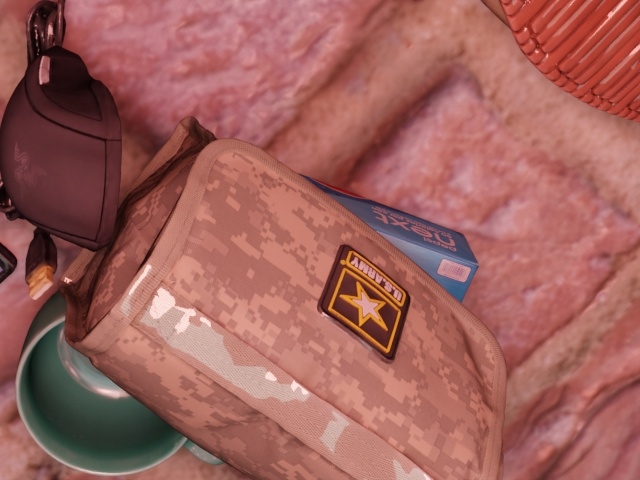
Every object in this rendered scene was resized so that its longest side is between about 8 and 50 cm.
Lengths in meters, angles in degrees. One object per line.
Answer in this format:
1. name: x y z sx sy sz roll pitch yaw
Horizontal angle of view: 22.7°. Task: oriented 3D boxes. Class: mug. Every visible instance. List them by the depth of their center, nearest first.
1. mug: -0.143 0.100 1.141 0.129 0.097 0.158 -22 111 5

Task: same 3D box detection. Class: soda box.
1. soda box: 0.000 0.000 1.125 0.210 0.071 0.067 20 107 -10

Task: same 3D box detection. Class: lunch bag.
1. lunch bag: -0.022 0.059 0.945 0.235 0.287 0.169 38 91 -14

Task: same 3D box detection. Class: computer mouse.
1. computer mouse: -0.180 -0.036 1.001 0.060 0.262 0.184 2 115 -19

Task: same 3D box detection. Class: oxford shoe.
1. oxford shoe: 0.131 -0.221 1.021 0.140 0.146 0.397 -43 127 10

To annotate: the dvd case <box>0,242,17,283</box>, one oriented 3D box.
1. dvd case: -0.366 -0.012 1.127 0.180 0.022 0.253 -41 107 11
